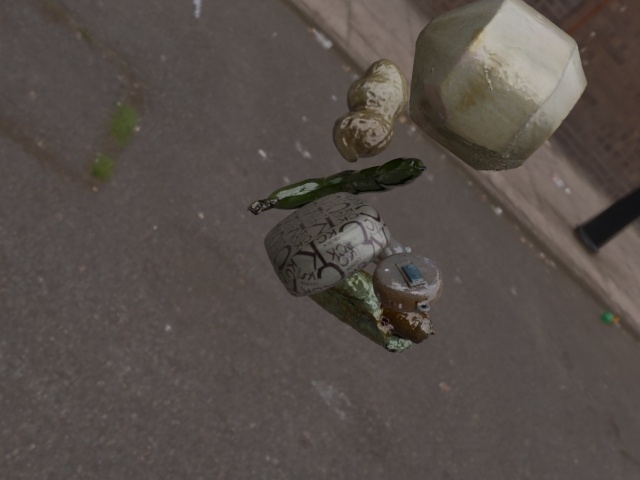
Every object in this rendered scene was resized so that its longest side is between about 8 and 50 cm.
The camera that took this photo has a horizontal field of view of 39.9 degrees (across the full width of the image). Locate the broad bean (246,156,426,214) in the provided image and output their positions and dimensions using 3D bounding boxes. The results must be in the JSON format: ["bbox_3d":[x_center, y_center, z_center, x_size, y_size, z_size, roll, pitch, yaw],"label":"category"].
[{"bbox_3d":[0.037,-0.084,1.373,0.144,0.291,0.049,-30,106,-68],"label":"broad bean"}]

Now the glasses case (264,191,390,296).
[{"bbox_3d":[0.000,0.000,1.104,0.085,0.137,0.354,61,-3,-7],"label":"glasses case"}]

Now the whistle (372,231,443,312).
[{"bbox_3d":[0.119,0.036,1.363,0.220,0.107,0.057,-118,-160,-50],"label":"whistle"}]

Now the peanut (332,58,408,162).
[{"bbox_3d":[0.081,-0.206,1.436,0.104,0.085,0.228,44,47,-25],"label":"peanut"}]

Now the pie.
[{"bbox_3d":[0.060,0.110,1.622,0.274,0.106,0.257,33,-10,-15],"label":"pie"}]

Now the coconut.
[{"bbox_3d":[0.224,-0.215,1.194,0.241,0.241,0.241,40,24,-22],"label":"coconut"}]
